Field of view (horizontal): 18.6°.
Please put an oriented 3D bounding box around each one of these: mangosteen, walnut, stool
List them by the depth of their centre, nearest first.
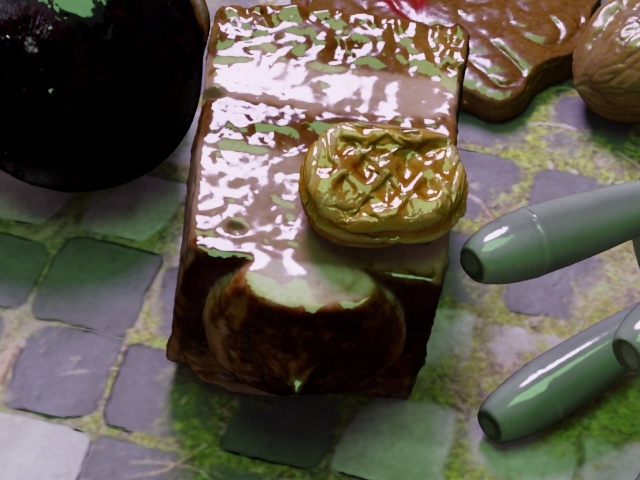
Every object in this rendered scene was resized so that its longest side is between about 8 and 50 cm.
[{"bbox_3d":[0.222,0.053,1.306,0.198,0.195,0.195,-27,39,-27],"label":"stool"},{"bbox_3d":[-0.180,-0.148,1.512,0.211,0.211,0.250,13,18,12],"label":"mangosteen"},{"bbox_3d":[0.255,-0.146,1.558,0.124,0.105,0.105,-24,53,-19],"label":"walnut"}]

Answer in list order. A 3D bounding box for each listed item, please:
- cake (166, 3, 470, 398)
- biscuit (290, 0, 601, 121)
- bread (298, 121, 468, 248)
[{"bbox_3d":[0.000,0.000,1.370,0.196,0.199,0.293,7,56,-3],"label":"cake"},{"bbox_3d":[0.107,-0.209,1.650,0.257,0.049,0.273,15,51,12],"label":"biscuit"},{"bbox_3d":[0.040,-0.034,1.259,0.110,0.044,0.083,2,62,-6],"label":"bread"}]
